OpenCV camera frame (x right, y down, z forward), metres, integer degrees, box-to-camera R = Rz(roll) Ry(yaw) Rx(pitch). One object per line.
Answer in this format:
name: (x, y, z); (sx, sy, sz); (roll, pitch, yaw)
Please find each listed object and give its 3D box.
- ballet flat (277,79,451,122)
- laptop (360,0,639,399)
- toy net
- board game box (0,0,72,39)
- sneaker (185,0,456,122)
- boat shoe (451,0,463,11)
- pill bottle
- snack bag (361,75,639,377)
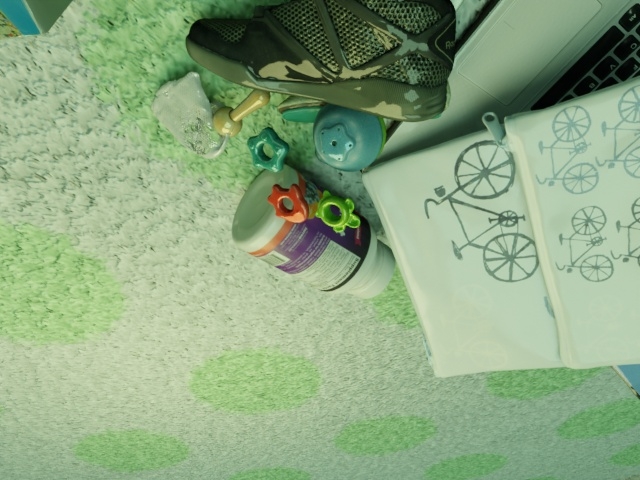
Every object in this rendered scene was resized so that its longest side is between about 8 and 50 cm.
ballet flat: (0.041, -0.146, 0.436); (0.168, 0.053, 0.057); (2, 179, 9)
laptop: (0.323, -0.061, 0.425); (0.407, 0.237, 0.382); (21, 128, -26)
toy net: (-0.058, -0.093, 0.430); (0.232, 0.045, 0.122); (18, 122, 16)
board game box: (-0.356, -0.235, 0.264); (0.302, 0.098, 0.224); (-8, 136, -1)
sneaker: (-0.004, -0.180, 0.346); (0.227, 0.087, 0.131); (17, 126, 18)
boat shoe: (0.101, -0.250, 0.330); (0.081, 0.079, 0.228); (27, 132, -4)
pill bottle: (0.000, 0.000, 0.536); (0.193, 0.108, 0.108); (31, 124, -32)
snack bag: (0.237, 0.016, 0.470); (0.342, 0.037, 0.323); (-13, 113, 27)
